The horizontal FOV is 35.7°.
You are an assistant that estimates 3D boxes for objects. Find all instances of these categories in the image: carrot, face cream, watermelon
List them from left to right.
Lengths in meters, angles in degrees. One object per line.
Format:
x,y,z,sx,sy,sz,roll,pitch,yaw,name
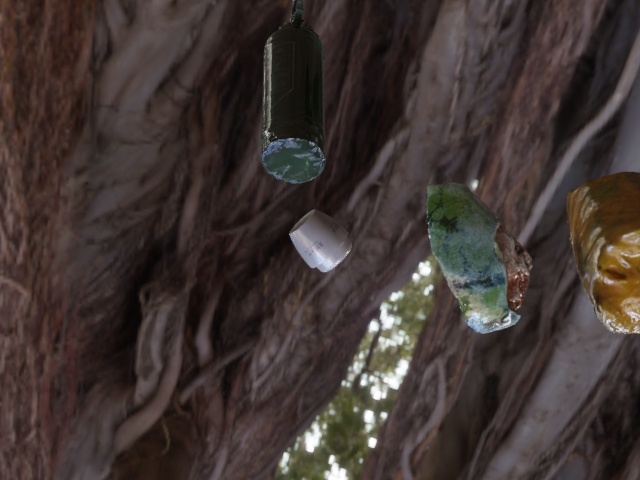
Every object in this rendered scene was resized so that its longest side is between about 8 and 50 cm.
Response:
0.000,0.000,1.737,0.095,0.091,0.091,46,-147,-11,face cream
0.199,0.009,1.142,0.139,0.071,0.187,-1,-112,-48,watermelon
0.608,0.017,1.912,0.242,0.241,0.340,13,-151,0,carrot

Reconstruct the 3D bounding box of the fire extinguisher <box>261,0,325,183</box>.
-0.039,-0.238,1.495,0.095,0.114,0.311,4,-129,-7,fire extinguisher
